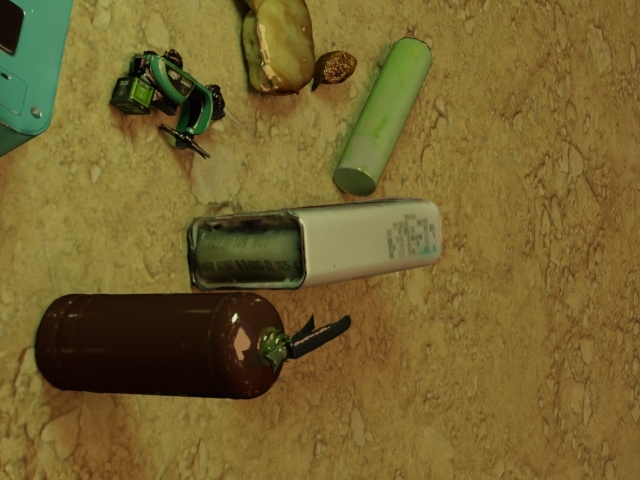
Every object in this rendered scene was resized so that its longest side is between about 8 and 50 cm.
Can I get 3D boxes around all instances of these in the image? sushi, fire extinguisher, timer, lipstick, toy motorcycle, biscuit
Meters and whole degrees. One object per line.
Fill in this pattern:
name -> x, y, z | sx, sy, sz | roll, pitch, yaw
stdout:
sushi -> 0.020, -0.261, 1.850 | 0.099, 0.047, 0.050 | -27, 99, -36
fire extinguisher -> -0.141, 0.109, 1.323 | 0.135, 0.337, 0.114 | -40, 122, -51
timer -> -0.373, -0.230, 1.234 | 0.232, 0.091, 0.250 | 32, 50, -36
lipstick -> 0.104, -0.201, 1.941 | 0.076, 0.076, 0.304 | 55, 45, -38
toy motorcycle -> -0.183, -0.176, 1.536 | 0.173, 0.058, 0.100 | 32, 69, -49
biscuit -> -0.079, -0.347, 1.710 | 0.154, 0.045, 0.299 | -36, 116, -50

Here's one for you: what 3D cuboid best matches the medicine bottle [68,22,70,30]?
medicine bottle -> -0.311, -0.215, 1.356 | 0.047, 0.047, 0.083 | 40, 56, -47

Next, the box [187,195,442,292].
box -> 0.000, 0.000, 1.674 | 0.369, 0.190, 0.112 | -6, 92, -57
